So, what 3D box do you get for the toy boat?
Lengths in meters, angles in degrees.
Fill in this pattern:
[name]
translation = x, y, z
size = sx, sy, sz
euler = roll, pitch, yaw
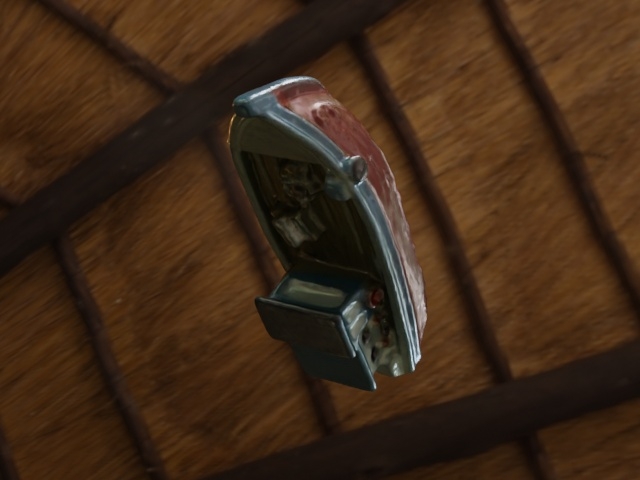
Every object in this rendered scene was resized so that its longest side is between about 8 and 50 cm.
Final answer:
[toy boat]
translation = 0.000, 0.000, 0.606
size = 0.059, 0.069, 0.173
euler = -50, -44, -34
